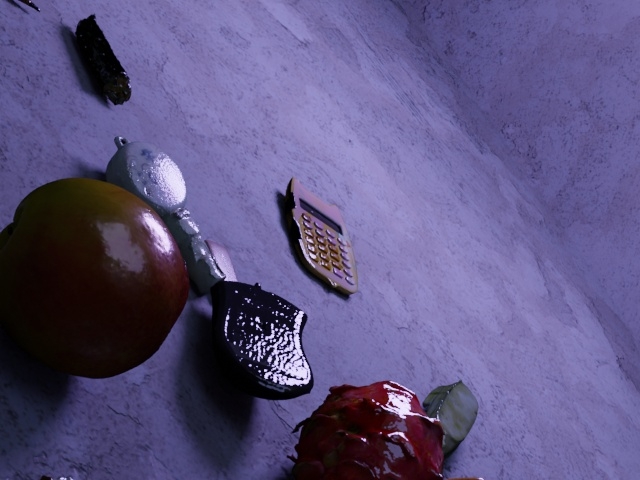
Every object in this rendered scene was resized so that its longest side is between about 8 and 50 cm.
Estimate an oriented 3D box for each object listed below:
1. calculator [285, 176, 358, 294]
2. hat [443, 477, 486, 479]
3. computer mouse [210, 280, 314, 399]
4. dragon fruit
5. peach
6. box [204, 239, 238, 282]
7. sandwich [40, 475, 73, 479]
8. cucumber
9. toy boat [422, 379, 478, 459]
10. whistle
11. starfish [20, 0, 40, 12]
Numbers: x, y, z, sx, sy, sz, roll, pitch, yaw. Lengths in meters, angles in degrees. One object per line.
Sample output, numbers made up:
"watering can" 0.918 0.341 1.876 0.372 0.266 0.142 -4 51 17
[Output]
"calculator" 0.000 0.000 2.438 0.157 0.033 0.236 35 27 -35
"hat" 0.226 0.404 1.899 0.244 0.233 0.233 33 27 -35
"computer mouse" -0.090 0.145 1.921 0.147 0.088 0.264 25 28 -15
"dragon fruit" 0.067 0.282 1.855 0.205 0.210 0.268 61 11 -17
"peach" -0.260 0.043 1.591 0.231 0.231 0.231 41 22 -21
"box" -0.145 0.047 2.066 0.048 0.025 0.115 33 25 -40
"sandwich" -0.203 0.346 1.332 0.258 0.096 0.094 56 15 22
"cucumber" -0.343 -0.286 2.219 0.053 0.053 0.181 23 31 -50
"toy boat" 0.208 0.286 2.320 0.093 0.055 0.293 52 21 0
"whistle" -0.222 -0.039 2.012 0.258 0.067 0.126 55 34 4
"starfish" -0.472 -0.399 2.156 0.133 0.041 0.130 4 -56 59
